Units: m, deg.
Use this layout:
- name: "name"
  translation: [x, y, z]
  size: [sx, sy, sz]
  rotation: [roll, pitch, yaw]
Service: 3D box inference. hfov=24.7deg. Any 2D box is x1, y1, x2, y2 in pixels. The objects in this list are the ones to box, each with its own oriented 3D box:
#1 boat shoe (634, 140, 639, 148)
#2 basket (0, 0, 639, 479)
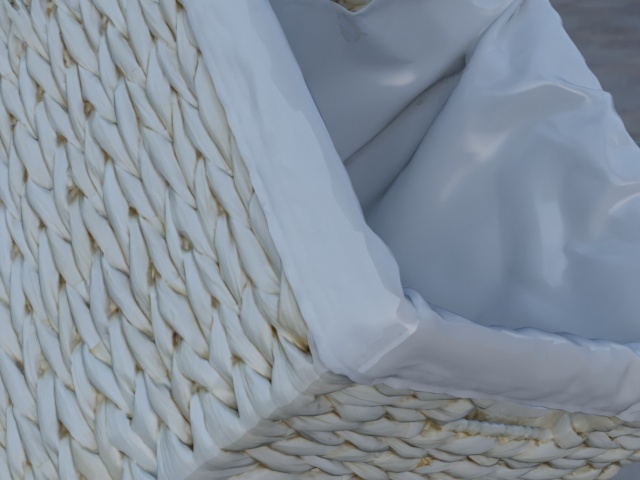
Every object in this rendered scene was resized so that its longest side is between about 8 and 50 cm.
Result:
- name: "boat shoe"
  translation: [0.337, -0.019, 1.337]
  size: [0.302, 0.103, 0.113]
  rotation: [22, 26, 39]
- name: "basket"
  translation: [0.000, 0.000, 0.780]
  size: [0.328, 0.266, 0.331]
  rotation: [12, 44, -47]
